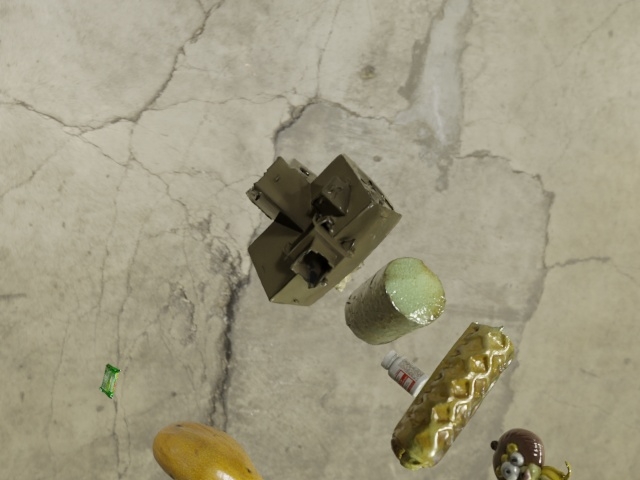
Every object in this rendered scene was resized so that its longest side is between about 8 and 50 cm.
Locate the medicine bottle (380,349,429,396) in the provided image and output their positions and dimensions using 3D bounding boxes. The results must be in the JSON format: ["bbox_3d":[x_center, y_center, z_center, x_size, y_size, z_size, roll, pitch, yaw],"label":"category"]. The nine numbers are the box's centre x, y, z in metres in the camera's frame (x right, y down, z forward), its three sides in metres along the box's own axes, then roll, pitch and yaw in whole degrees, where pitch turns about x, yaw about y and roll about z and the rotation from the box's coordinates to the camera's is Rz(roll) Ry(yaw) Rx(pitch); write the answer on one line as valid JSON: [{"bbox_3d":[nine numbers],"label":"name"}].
[{"bbox_3d":[0.254,0.399,1.847,0.079,0.140,0.079,-38,152,-25],"label":"medicine bottle"}]

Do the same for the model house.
[{"bbox_3d":[-0.017,-0.016,0.876,0.204,0.243,0.211,42,106,-8],"label":"model house"}]

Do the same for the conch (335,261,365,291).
[{"bbox_3d":[0.000,0.000,1.147,0.155,0.130,0.207,-14,88,-59],"label":"conch"}]

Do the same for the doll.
[{"bbox_3d":[0.454,0.483,1.317,0.096,0.188,0.145,3,84,-44],"label":"doll"}]

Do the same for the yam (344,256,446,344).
[{"bbox_3d":[0.163,0.139,1.363,0.161,0.268,0.161,6,67,-15],"label":"yam"}]

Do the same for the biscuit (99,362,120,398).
[{"bbox_3d":[-0.526,0.348,1.528,0.016,0.046,0.089,-23,137,-60],"label":"biscuit"}]

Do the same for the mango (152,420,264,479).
[{"bbox_3d":[-0.205,0.412,1.142,0.157,0.262,0.108,38,69,-57],"label":"mango"}]

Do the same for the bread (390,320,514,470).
[{"bbox_3d":[0.210,0.251,0.984,0.087,0.098,0.269,46,73,-13],"label":"bread"}]
